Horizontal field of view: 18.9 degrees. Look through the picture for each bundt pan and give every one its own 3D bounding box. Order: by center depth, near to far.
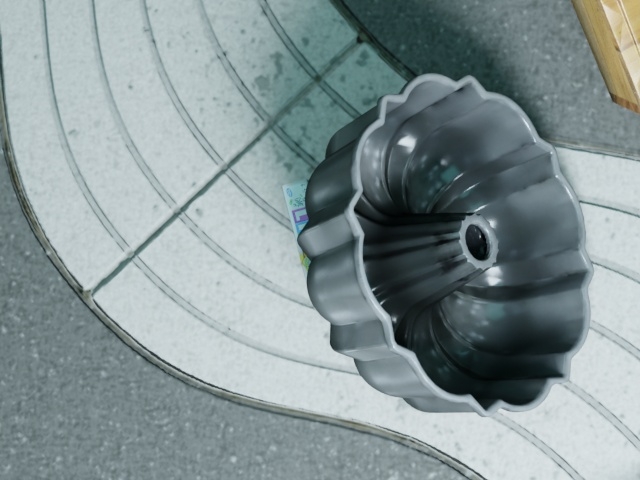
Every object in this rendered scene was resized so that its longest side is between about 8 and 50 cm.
[{"bbox_3d":[0.108,0.014,1.823,0.124,0.331,0.331,-19,80,46],"label":"bundt pan"}]

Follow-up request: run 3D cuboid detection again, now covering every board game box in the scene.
[{"bbox_3d":[0.000,0.000,1.895,0.026,0.154,0.103,-16,83,8],"label":"board game box"}]

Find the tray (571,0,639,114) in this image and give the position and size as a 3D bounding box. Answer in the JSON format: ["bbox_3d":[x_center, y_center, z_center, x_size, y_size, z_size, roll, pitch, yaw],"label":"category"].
[{"bbox_3d":[0.422,-0.308,1.794,0.411,0.076,0.203,-32,115,-11],"label":"tray"}]
